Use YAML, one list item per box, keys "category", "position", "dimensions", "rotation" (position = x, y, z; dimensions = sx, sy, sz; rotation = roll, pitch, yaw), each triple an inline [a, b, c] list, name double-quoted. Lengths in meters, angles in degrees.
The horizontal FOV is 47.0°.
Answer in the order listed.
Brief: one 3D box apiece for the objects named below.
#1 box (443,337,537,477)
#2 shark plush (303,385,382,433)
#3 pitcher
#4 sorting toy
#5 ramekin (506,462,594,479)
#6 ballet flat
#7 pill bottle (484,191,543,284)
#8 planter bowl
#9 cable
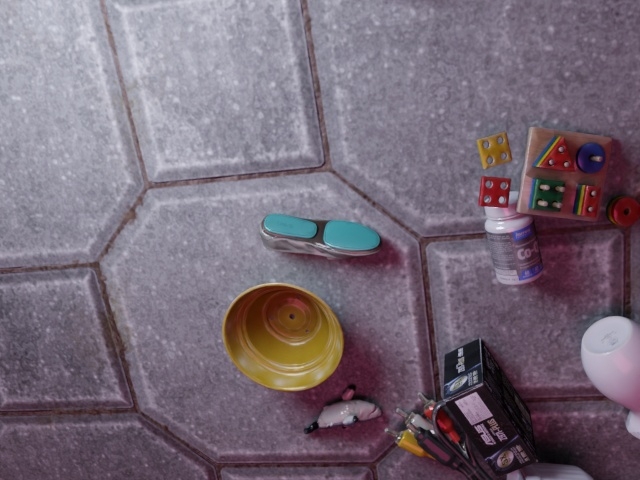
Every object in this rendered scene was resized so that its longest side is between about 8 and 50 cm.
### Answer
- category: "box"
  position: [0.291, 0.287, 1.274]
  dimensions: [0.077, 0.147, 0.180]
  rotation: [-30, 105, 21]
- category: "shark plush"
  position: [0.037, 0.348, 1.402]
  dimensions: [0.161, 0.073, 0.067]
  rotation: [-37, 132, 17]
- category: "pitcher"
  position: [0.541, 0.208, 1.220]
  dimensions: [0.178, 0.125, 0.207]
  rotation: [-40, 113, 2]
- category: "sorting toy"
  position: [0.367, -0.099, 1.111]
  dimensions: [0.274, 0.046, 0.132]
  rotation: [6, 98, -9]
- category: "ramekin"
  position: [0.422, 0.520, 1.294]
  dimensions: [0.127, 0.273, 0.273]
  rotation: [-6, 112, 0]
- category: "ballet flat"
  position: [0.000, 0.000, 1.260]
  dimensions: [0.213, 0.072, 0.068]
  rotation: [10, 142, 7]
- category: "pill bottle"
  position: [0.309, -0.004, 1.184]
  dimensions: [0.078, 0.078, 0.137]
  rotation: [-12, 111, 15]
- category: "planter bowl"
  position: [-0.059, 0.154, 1.314]
  dimensions: [0.217, 0.090, 0.217]
  rotation: [4, 114, 9]
- category: "cable"
  position: [0.263, 0.397, 1.353]
  dimensions: [0.287, 0.072, 0.139]
  rotation: [41, 101, 2]
